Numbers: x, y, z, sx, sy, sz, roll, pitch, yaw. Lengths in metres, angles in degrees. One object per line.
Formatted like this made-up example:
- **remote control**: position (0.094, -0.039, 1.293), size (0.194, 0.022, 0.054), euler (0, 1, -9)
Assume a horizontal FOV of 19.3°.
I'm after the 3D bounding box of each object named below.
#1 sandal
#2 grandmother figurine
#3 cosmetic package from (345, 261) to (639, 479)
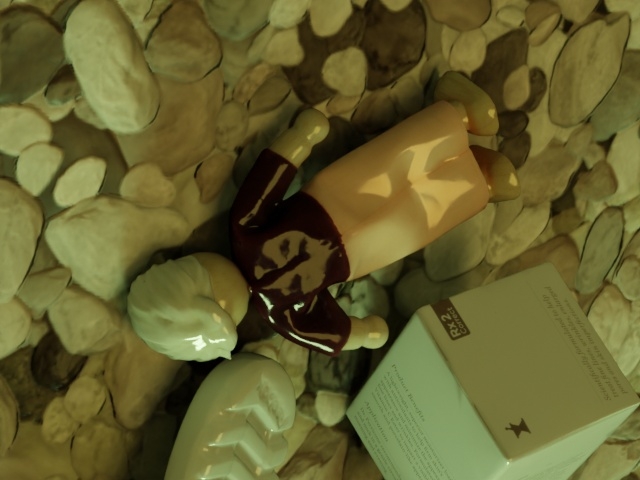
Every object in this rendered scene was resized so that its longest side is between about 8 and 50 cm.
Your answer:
- **sandal**: position (-0.140, 0.281, 1.549), size (0.416, 0.102, 0.169), euler (-65, 150, -6)
- **grandmother figurine**: position (0.000, 0.000, 1.522), size (0.342, 0.104, 0.208), euler (-27, 101, -22)
- **cosmetic package**: position (0.144, 0.142, 1.616), size (0.151, 0.151, 0.184), euler (-19, 157, -31)
